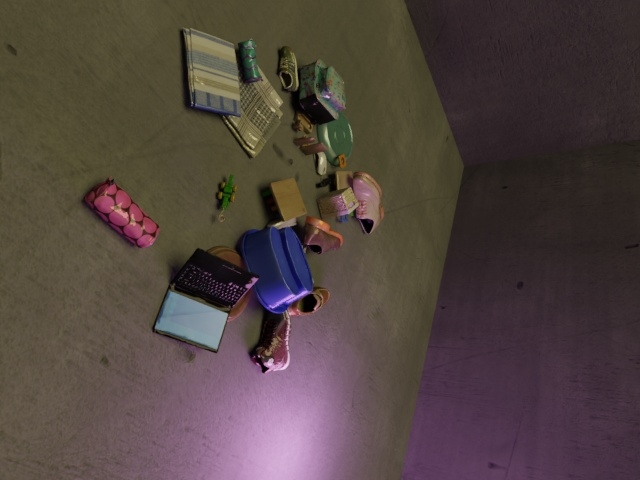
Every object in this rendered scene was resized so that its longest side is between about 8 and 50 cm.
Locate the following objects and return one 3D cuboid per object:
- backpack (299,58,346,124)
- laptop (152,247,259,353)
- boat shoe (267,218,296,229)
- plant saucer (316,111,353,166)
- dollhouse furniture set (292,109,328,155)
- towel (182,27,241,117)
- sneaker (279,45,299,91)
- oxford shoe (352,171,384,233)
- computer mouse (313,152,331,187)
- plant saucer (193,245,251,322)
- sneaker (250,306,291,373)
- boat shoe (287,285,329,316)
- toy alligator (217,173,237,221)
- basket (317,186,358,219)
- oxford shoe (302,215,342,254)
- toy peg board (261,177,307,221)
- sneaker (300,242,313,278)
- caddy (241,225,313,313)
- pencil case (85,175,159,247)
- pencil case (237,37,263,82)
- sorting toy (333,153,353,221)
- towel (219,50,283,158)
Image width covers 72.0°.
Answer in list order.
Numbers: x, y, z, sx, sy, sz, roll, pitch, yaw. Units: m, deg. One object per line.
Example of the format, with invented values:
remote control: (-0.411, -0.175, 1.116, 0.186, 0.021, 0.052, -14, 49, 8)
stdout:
backpack: (0.004, -0.699, 2.032, 0.225, 0.190, 0.254, 28, 49, -56)
laptop: (-0.357, 0.196, 1.397, 0.234, 0.264, 0.137, 30, 25, -32)
boat shoe: (-0.157, -0.064, 1.848, 0.184, 0.066, 0.063, -38, 117, -62)
plant saucer: (0.087, -0.542, 2.268, 0.317, 0.043, 0.318, 8, 80, -54)
dollhouse furniture set: (-0.040, -0.500, 2.003, 0.144, 0.123, 0.151, 39, 56, -47)
towel: (-0.379, -0.587, 1.550, 0.209, 0.034, 0.285, -3, 84, -46)
sneaker: (-0.147, -0.750, 1.924, 0.086, 0.064, 0.192, -38, 120, -56)
oxford shoe: (0.249, -0.195, 2.354, 0.147, 0.140, 0.397, -62, 143, -30)
computer mouse: (0.008, -0.355, 2.131, 0.106, 0.042, 0.193, -21, 104, -54)
plant saucer: (-0.339, 0.157, 1.572, 0.277, 0.041, 0.278, 11, 76, -55)
sneaker: (-0.198, 0.380, 1.700, 0.162, 0.106, 0.282, -8, 94, -53)
boat shoe: (-0.047, 0.271, 1.914, 0.324, 0.119, 0.123, -10, 95, -55)
toy alligator: (-0.341, -0.148, 1.595, 0.051, 0.056, 0.190, 111, -11, -70)
basket: (0.079, -0.180, 2.114, 0.113, 0.167, 0.103, -42, 114, -50)
oxford shoe: (0.000, 0.000, 2.008, 0.363, 0.129, 0.133, 35, 75, -63)
toy peg board: (-0.155, -0.161, 1.819, 0.161, 0.079, 0.161, -25, 96, -54)
sneaker: (-0.076, 0.090, 1.925, 0.229, 0.086, 0.132, 58, 41, -33)
caddy: (-0.176, 0.104, 1.685, 0.241, 0.179, 0.342, 0, 69, -64)
pencil case: (-0.550, -0.077, 1.246, 0.098, 0.095, 0.209, -82, 149, -44)
pencil case: (-0.265, -0.676, 1.664, 0.070, 0.064, 0.152, -13, 100, -23)
sorting toy: (0.114, -0.268, 2.272, 0.196, 0.047, 0.348, -16, 104, -60)
towel: (-0.275, -0.537, 1.725, 0.324, 0.056, 0.312, 55, 45, -38)
